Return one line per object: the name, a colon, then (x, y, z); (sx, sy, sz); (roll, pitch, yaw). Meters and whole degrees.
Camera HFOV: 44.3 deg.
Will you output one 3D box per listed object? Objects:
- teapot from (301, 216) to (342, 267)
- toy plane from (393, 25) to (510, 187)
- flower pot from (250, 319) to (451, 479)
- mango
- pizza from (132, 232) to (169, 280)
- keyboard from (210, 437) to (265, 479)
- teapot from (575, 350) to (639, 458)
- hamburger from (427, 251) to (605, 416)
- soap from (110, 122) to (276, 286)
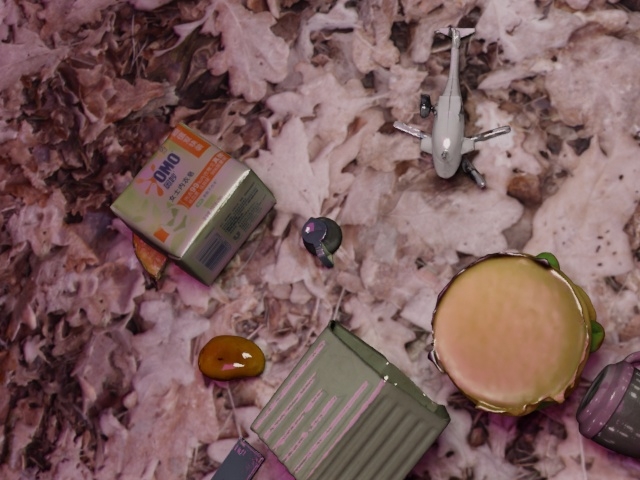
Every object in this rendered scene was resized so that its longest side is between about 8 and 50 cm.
teapot: (0.000, 0.000, 1.285); (0.066, 0.057, 0.088); (-20, 70, 15)
toy plane: (0.216, -0.226, 1.239); (0.181, 0.107, 0.273); (20, 80, 18)
flower pot: (0.042, 0.250, 1.115); (0.239, 0.209, 0.190); (38, 91, 35)
mango: (-0.146, 0.195, 1.288); (0.114, 0.060, 0.080); (6, 65, 23)
pizza: (-0.281, 0.005, 1.406); (0.108, 0.026, 0.123); (-29, 65, 3)
keyboard: (-0.158, 0.405, 1.264); (0.055, 0.014, 0.176); (34, 90, 24)
teapot: (0.432, 0.233, 1.054); (0.146, 0.148, 0.116); (32, 125, 13)
hamburger: (0.279, 0.128, 1.101); (0.237, 0.149, 0.237); (-4, 81, 26)
soap: (-0.213, -0.061, 1.326); (0.182, 0.138, 0.199); (33, 81, 25)
